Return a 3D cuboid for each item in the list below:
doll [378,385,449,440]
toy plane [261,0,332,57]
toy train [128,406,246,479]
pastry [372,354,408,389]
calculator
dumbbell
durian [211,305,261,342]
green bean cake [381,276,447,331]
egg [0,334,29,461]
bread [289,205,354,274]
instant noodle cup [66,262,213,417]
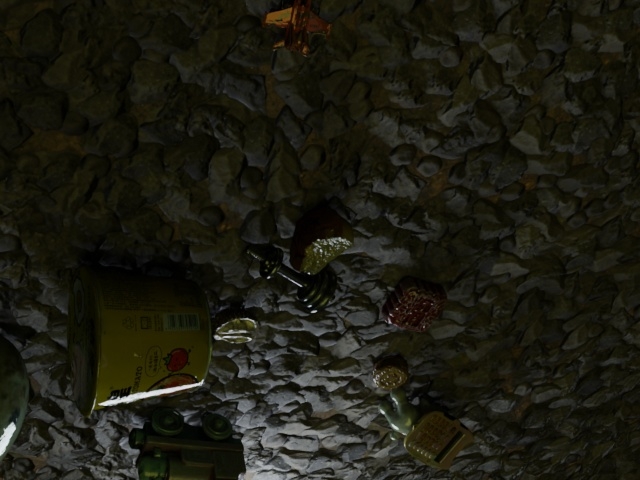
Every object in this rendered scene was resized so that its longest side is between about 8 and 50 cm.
[{"bbox_3d":[0.277,0.514,2.348,0.155,0.113,0.275,-46,125,12],"label":"doll"},{"bbox_3d":[-0.037,-0.435,1.555,0.135,0.062,0.188,4,112,-18],"label":"toy plane"},{"bbox_3d":[-0.338,0.559,2.143,0.304,0.221,0.150,11,126,-22],"label":"toy train"},{"bbox_3d":[0.188,0.352,2.236,0.109,0.057,0.097,31,120,-30],"label":"pastry"},{"bbox_3d":[0.321,0.545,2.311,0.157,0.033,0.236,-49,129,4],"label":"calculator"},{"bbox_3d":[-0.069,0.079,1.922,0.254,0.110,0.110,31,114,-27],"label":"dumbbell"},{"bbox_3d":[-0.216,0.199,1.990,0.140,0.071,0.110,-8,135,-26],"label":"durian"},{"bbox_3d":[0.237,0.164,2.099,0.136,0.056,0.135,16,120,-26],"label":"green bean cake"},{"bbox_3d":[-0.814,0.367,1.783,0.428,0.345,0.345,-41,128,-1],"label":"egg"},{"bbox_3d":[-0.005,-0.005,1.857,0.156,0.125,0.086,-42,135,20],"label":"bread"},{"bbox_3d":[-0.393,0.208,1.813,0.254,0.325,0.325,0,128,-27],"label":"instant noodle cup"}]
